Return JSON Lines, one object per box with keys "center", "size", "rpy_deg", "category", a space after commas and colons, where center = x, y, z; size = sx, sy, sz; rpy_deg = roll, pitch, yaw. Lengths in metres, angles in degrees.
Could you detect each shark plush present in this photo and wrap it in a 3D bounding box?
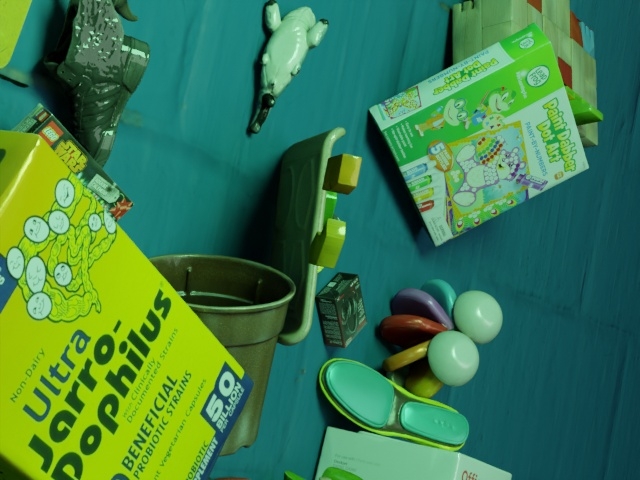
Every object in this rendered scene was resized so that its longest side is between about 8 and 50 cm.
{"center": [-0.036, -0.192, 1.365], "size": [0.067, 0.073, 0.161], "rpy_deg": [96, 4, -77], "category": "shark plush"}

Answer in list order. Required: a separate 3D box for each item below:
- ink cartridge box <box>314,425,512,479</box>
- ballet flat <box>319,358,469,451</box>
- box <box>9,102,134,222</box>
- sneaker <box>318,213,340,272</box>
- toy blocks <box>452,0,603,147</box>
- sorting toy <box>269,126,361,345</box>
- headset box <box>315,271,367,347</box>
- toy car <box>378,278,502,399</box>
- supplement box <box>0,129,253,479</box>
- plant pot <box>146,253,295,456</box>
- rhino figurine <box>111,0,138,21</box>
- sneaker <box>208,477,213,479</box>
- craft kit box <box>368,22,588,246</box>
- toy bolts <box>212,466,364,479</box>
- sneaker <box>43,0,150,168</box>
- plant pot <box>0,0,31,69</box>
{"center": [0.101, 0.400, 1.569], "size": [0.198, 0.197, 0.270], "rpy_deg": [32, 68, -56], "category": "ink cartridge box"}
{"center": [0.086, 0.224, 1.593], "size": [0.231, 0.077, 0.077], "rpy_deg": [25, 67, -18], "category": "ballet flat"}
{"center": [-0.235, -0.042, 1.056], "size": [0.094, 0.027, 0.137], "rpy_deg": [-46, 139, -7], "category": "box"}
{"center": [0.000, 0.000, 1.480], "size": [0.035, 0.031, 0.083], "rpy_deg": [50, 54, -50], "category": "sneaker"}
{"center": [0.311, -0.298, 1.816], "size": [0.381, 0.190, 0.261], "rpy_deg": [22, 65, -51], "category": "toy blocks"}
{"center": [-0.009, -0.003, 1.270], "size": [0.307, 0.041, 0.229], "rpy_deg": [-179, -80, -77], "category": "sorting toy"}
{"center": [0.028, 0.092, 1.544], "size": [0.062, 0.032, 0.083], "rpy_deg": [-43, 130, -47], "category": "headset box"}
{"center": [0.148, 0.128, 1.669], "size": [0.136, 0.159, 0.182], "rpy_deg": [43, 54, -8], "category": "toy car"}
{"center": [-0.237, 0.093, 0.957], "size": [0.356, 0.195, 0.194], "rpy_deg": [56, 50, -47], "category": "supplement box"}
{"center": [-0.117, 0.115, 1.205], "size": [0.167, 0.167, 0.165], "rpy_deg": [-17, 118, -56], "category": "plant pot"}
{"center": [-0.190, -0.307, 1.069], "size": [0.106, 0.073, 0.243], "rpy_deg": [-44, 133, -42], "category": "rhino figurine"}
{"center": [-0.206, 0.313, 1.120], "size": [0.321, 0.124, 0.180], "rpy_deg": [-58, 142, -35], "category": "sneaker"}
{"center": [0.220, -0.136, 1.639], "size": [0.246, 0.061, 0.250], "rpy_deg": [-30, 135, 1], "category": "craft kit box"}
{"center": [-0.022, 0.367, 1.380], "size": [0.228, 0.218, 0.159], "rpy_deg": [6, 98, -39], "category": "toy bolts"}
{"center": [-0.213, -0.141, 1.083], "size": [0.089, 0.051, 0.170], "rpy_deg": [21, 100, -32], "category": "sneaker"}
{"center": [-0.298, -0.209, 0.802], "size": [0.212, 0.187, 0.212], "rpy_deg": [37, 65, -54], "category": "plant pot"}
